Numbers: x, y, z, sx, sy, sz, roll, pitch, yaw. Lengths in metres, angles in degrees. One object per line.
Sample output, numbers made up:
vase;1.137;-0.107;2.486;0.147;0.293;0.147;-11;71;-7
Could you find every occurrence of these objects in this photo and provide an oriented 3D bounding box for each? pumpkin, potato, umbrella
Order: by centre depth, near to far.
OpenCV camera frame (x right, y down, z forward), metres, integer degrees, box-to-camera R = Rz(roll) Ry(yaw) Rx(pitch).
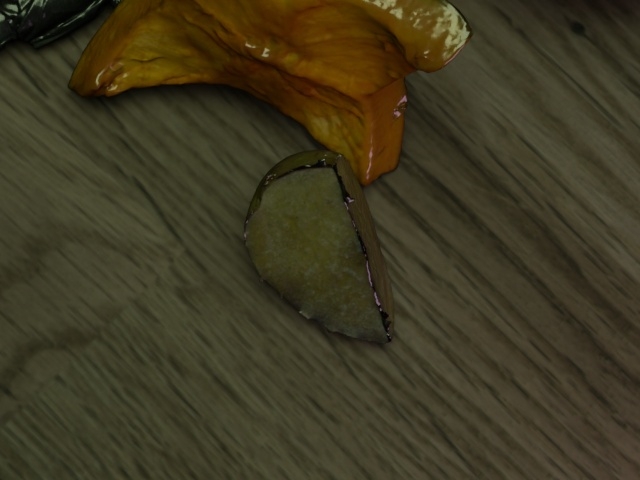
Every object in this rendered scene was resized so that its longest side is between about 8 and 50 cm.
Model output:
pumpkin;-0.043;-0.161;1.469;0.290;0.258;0.095;20;60;-2
potato;0.000;0.000;1.533;0.101;0.089;0.172;-16;115;14
umbrella;-0.206;-0.218;1.562;0.236;0.059;0.066;-28;59;-7
